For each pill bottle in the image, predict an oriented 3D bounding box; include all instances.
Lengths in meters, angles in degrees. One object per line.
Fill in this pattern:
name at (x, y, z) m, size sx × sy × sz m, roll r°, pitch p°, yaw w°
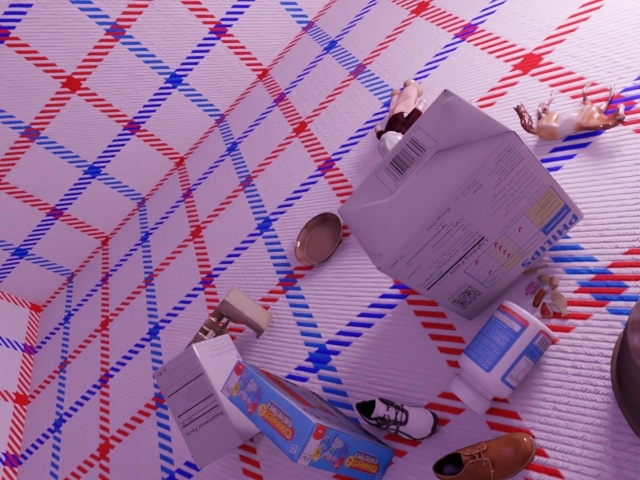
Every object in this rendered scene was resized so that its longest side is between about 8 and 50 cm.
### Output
pill bottle at (0.367, 0.246, 1.008) m, size 0.221 × 0.124 × 0.124 m, roll -51°, pitch 40°, yaw 2°

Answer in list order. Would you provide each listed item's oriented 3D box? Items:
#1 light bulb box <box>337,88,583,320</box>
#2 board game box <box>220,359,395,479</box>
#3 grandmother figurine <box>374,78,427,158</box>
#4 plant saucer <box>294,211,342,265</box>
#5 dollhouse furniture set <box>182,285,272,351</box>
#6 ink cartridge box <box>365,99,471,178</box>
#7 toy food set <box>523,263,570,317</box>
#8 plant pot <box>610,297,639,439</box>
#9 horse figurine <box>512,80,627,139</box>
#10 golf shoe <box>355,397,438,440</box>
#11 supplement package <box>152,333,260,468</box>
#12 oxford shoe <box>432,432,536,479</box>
light bulb box at (0.305, -0.060, 1.064) m, size 0.358 × 0.361 × 0.225 m, roll -48°, pitch 41°, yaw 16°
board game box at (-0.032, 0.420, 1.128) m, size 0.308 × 0.302 × 0.086 m, roll 19°, pitch 76°, yaw 49°
grandmother figurine at (0.255, -0.375, 1.533) m, size 0.208 × 0.104 × 0.342 m, roll -40°, pitch 24°, yaw 49°
plant saucer at (0.000, 0.000, 1.605) m, size 0.198 × 0.036 × 0.199 m, roll -25°, pitch 47°, yaw 29°
dollhouse furniture set at (-0.298, 0.297, 1.580) m, size 0.242 × 0.161 × 0.212 m, roll -50°, pitch 6°, yaw 20°
ink cartridge box at (0.292, -0.255, 1.467) m, size 0.308 × 0.091 × 0.385 m, roll -12°, pitch 56°, yaw 38°
toy food set at (0.492, 0.118, 1.064) m, size 0.078 × 0.019 × 0.122 m, roll -24°, pitch 56°, yaw 31°
plant pot at (0.593, 0.186, 0.717) m, size 0.323 × 0.280 × 0.323 m, roll -23°, pitch 49°, yaw 30°
horse figurine at (0.620, -0.315, 1.215) m, size 0.263 × 0.066 × 0.174 m, roll -5°, pitch 54°, yaw 39°
golf shoe at (0.168, 0.406, 1.110) m, size 0.198 × 0.094 × 0.077 m, roll -9°, pitch 56°, yaw 38°
supplement package at (-0.299, 0.444, 1.369) m, size 0.175 × 0.177 × 0.293 m, roll -36°, pitch 77°, yaw 19°
oxford shoe at (0.320, 0.435, 0.958) m, size 0.212 × 0.076 × 0.076 m, roll -33°, pitch 42°, yaw 20°
